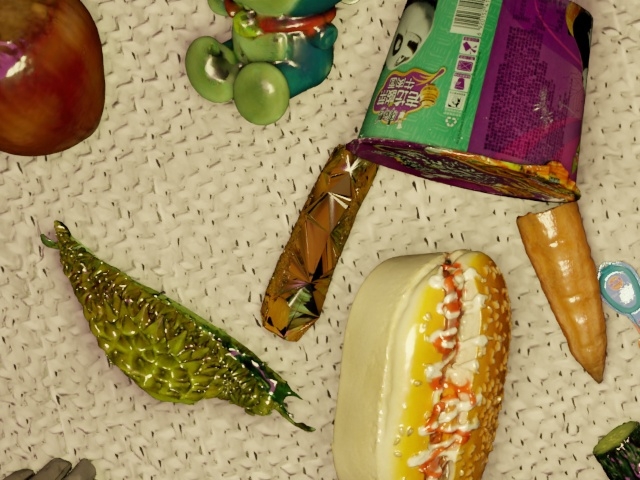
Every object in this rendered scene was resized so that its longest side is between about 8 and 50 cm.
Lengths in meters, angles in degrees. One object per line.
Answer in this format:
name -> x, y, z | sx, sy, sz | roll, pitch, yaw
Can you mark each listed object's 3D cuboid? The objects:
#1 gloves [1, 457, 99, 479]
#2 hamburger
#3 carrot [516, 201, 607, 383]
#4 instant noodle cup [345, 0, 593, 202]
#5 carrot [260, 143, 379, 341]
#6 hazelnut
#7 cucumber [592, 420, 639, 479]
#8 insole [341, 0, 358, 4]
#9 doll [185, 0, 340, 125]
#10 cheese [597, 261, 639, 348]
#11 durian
gloves -> -0.362, 0.343, 1.940 | 0.285, 0.119, 0.142 | -33, 120, 4
hamburger -> 0.120, 0.155, 1.810 | 0.151, 0.227, 0.295 | 5, 94, 28
carrot -> 0.269, 0.059, 1.865 | 0.072, 0.072, 0.205 | -16, 96, 7
instant noodle cup -> 0.167, -0.159, 1.786 | 0.251, 0.251, 0.190 | 13, 86, 6
carrot -> -0.001, 0.000, 1.896 | 0.069, 0.069, 0.229 | 24, 95, 5
hazelnut -> -0.318, -0.181, 1.872 | 0.208, 0.208, 0.208 | 0, 93, 7
cucumber -> 0.397, 0.328, 1.861 | 0.067, 0.067, 0.293 | -34, 90, 7
insole -> 0.056, -0.331, 1.901 | 0.053, 0.002, 0.153 | 29, 96, 4
doll -> -0.042, -0.296, 1.817 | 0.198, 0.186, 0.322 | 33, 127, 34
cheese -> 0.338, 0.070, 1.879 | 0.047, 0.017, 0.111 | -34, 88, 10
durian -> -0.167, 0.116, 1.888 | 0.375, 0.132, 0.107 | 37, 84, 9
